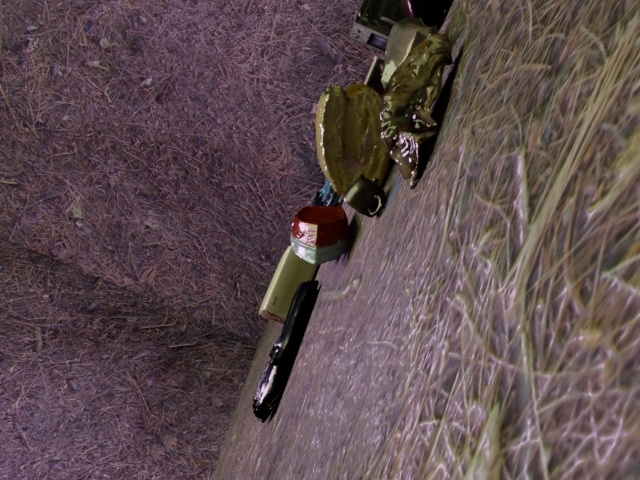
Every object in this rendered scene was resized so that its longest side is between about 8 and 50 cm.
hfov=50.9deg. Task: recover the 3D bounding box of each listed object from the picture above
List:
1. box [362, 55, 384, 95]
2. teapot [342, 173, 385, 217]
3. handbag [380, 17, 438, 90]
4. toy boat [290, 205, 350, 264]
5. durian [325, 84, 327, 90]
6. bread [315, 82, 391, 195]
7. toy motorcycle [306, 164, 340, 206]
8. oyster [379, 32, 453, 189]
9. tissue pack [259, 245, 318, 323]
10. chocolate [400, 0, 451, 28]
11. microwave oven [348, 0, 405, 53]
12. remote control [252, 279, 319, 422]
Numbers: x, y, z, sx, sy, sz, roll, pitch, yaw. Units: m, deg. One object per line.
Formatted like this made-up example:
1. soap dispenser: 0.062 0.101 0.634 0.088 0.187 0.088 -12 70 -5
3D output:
1. box: 0.151 -0.367 1.805 0.069 0.120 0.224 -96 31 -75
2. teapot: 0.094 -0.089 1.308 0.068 0.076 0.121 -57 34 16
3. handbag: 0.183 -0.379 1.413 0.183 0.117 0.270 -60 9 21
4. toy boat: 0.000 0.000 1.644 0.332 0.145 0.133 -77 -13 -79
5. durian: 0.105 -0.349 1.889 0.095 0.220 0.137 -165 85 -66
6. bread: 0.073 -0.239 1.562 0.375 0.165 0.237 -86 -8 -74
7. toy motorcycle: 0.041 -0.208 2.424 0.272 0.123 0.182 -68 14 -20
8. oyster: 0.154 -0.215 1.108 0.166 0.094 0.294 -52 19 42
9. tissue pack: -0.103 0.153 2.198 0.159 0.125 0.234 126 166 -75
10. chocolate: 0.260 -0.576 1.611 0.149 0.125 0.080 -62 21 14
11. microwave oven: 0.208 -0.641 1.975 0.129 0.205 0.163 139 153 -82
12. remote control: -0.095 0.284 1.792 0.145 0.062 0.399 117 175 -53
